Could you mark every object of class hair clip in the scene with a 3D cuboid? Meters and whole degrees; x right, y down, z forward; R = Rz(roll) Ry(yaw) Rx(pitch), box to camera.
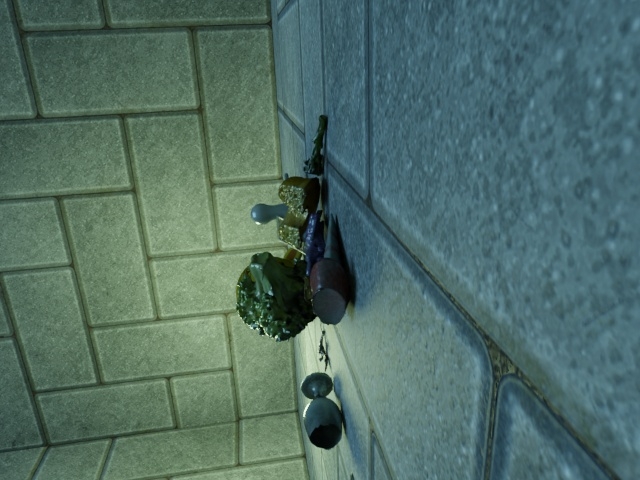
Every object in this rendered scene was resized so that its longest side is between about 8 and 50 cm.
[{"bbox_3d":[-0.014,0.002,1.446,0.279,0.090,0.137,-105,18,-52],"label":"hair clip"}]

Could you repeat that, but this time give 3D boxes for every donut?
[{"bbox_3d":[-0.060,-0.112,1.531,0.152,0.101,0.259,-56,-21,-43],"label":"donut"}]

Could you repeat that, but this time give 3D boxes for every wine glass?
[{"bbox_3d":[0.002,0.550,1.584,0.241,0.126,0.127,-108,15,-67],"label":"wine glass"}]

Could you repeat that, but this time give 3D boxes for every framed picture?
[{"bbox_3d":[-0.084,-0.012,1.789,0.011,0.183,0.142,-50,-23,-34],"label":"framed picture"}]

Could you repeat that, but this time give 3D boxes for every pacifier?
[{"bbox_3d":[-0.159,-0.109,1.924,0.244,0.232,0.300,95,168,-68],"label":"pacifier"}]

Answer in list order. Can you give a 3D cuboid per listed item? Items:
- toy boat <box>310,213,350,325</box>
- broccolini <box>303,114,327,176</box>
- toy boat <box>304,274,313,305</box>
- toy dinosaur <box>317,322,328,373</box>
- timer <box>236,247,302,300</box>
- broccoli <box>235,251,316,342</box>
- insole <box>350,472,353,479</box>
[{"bbox_3d":[0.028,0.064,1.255,0.206,0.096,0.282,70,-165,-47],"label":"toy boat"},{"bbox_3d":[-0.004,-0.276,1.398,0.067,0.058,0.216,37,143,18],"label":"broccolini"},{"bbox_3d":[-0.005,0.146,1.345,0.200,0.077,0.057,53,-150,-61],"label":"toy boat"},{"bbox_3d":[0.006,0.400,1.801,0.108,0.032,0.220,91,173,-55],"label":"toy dinosaur"},{"bbox_3d":[-0.204,0.213,2.288,0.387,0.376,0.376,-44,32,20],"label":"timer"},{"bbox_3d":[-0.144,0.161,1.662,0.347,0.293,0.281,20,143,44],"label":"broccoli"},{"bbox_3d":[0.101,0.784,1.434,0.065,0.006,0.194,-176,82,-83],"label":"insole"}]
